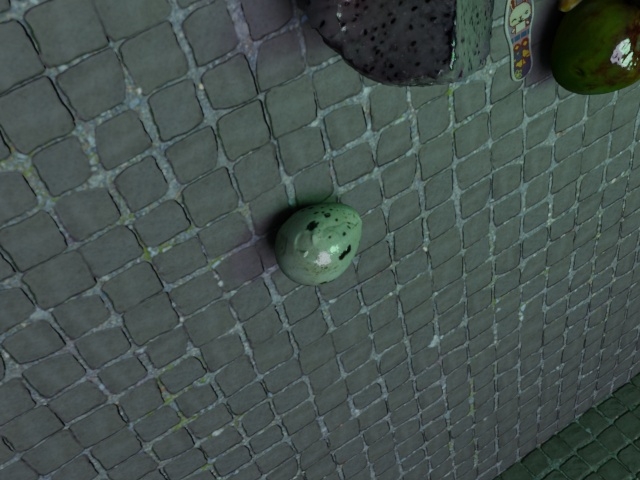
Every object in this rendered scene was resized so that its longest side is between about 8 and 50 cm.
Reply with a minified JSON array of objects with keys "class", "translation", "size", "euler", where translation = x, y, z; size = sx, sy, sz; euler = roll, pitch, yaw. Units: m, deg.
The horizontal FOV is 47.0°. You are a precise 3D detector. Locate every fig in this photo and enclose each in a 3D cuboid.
[{"class":"fig","translation":[0.494,-0.344,1.288],"size":[0.181,0.181,0.191],"euler":[10,141,-43]}]

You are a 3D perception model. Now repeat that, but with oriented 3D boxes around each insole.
[{"class":"insole","translation":[0.346,-0.358,1.277],"size":[0.065,0.004,0.197],"euler":[-32,137,-13]}]

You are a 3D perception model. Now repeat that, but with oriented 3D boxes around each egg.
[{"class":"egg","translation":[0.000,0.000,1.215],"size":[0.164,0.131,0.131],"euler":[-46,141,-16]}]

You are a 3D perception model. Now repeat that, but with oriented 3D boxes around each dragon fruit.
[{"class":"dragon fruit","translation":[0.115,-0.346,0.974],"size":[0.221,0.204,0.282],"euler":[-19,115,-62]}]

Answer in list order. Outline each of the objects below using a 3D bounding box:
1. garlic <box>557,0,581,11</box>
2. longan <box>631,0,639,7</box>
[{"class":"garlic","translation":[0.373,-0.489,1.107],"size":[0.143,0.112,0.318],"euler":[-58,140,-17]},{"class":"longan","translation":[0.598,-0.467,1.104],"size":[0.300,0.243,0.300],"euler":[-46,171,-10]}]
